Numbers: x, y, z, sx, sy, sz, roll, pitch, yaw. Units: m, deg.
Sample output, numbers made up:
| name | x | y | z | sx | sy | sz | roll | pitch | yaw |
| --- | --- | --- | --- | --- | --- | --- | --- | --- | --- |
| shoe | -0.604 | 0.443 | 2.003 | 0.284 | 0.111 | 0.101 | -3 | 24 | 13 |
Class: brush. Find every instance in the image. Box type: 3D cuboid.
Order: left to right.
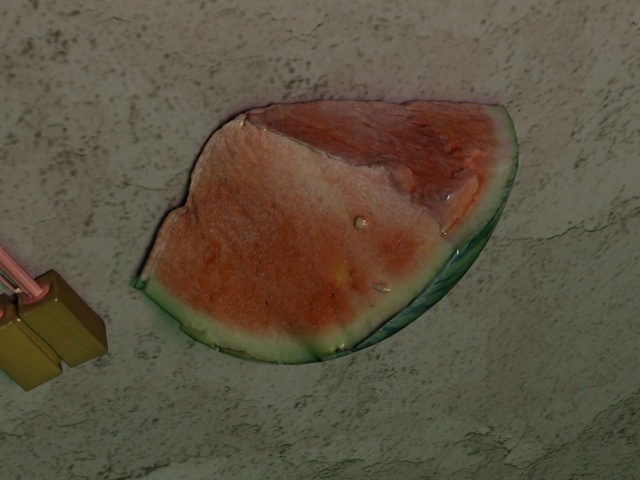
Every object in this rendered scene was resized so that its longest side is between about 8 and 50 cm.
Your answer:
| name | x | y | z | sx | sy | sz | roll | pitch | yaw |
| --- | --- | --- | --- | --- | --- | --- | --- | --- | --- |
| brush | -0.307 | 0.054 | 1.065 | 0.103 | 0.047 | 0.233 | -26 | 137 | 4 |

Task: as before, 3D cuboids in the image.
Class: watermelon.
| name | x | y | z | sx | sy | sz | roll | pitch | yaw |
| --- | --- | --- | --- | --- | --- | --- | --- | --- | --- |
| watermelon | 0.026 | 0.018 | 1.048 | 0.319 | 0.222 | 0.292 | 5 | 126 | -27 |
